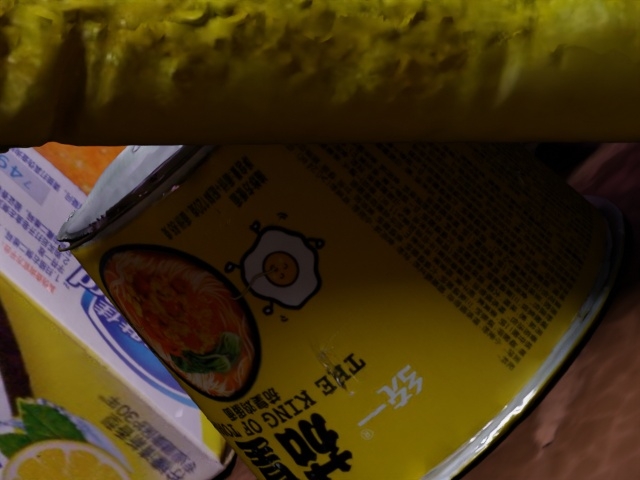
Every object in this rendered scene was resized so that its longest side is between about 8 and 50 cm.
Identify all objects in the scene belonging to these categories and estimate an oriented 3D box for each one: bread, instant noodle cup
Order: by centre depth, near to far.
[{"bbox_3d":[0.007,-0.111,0.536,0.112,0.383,0.166,107,159,-53],"label":"bread"},{"bbox_3d":[0.000,0.000,0.642,0.182,0.144,0.182,-41,14,13],"label":"instant noodle cup"}]

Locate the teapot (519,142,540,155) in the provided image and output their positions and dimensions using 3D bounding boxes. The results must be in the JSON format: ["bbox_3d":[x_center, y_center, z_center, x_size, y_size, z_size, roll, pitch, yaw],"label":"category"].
[{"bbox_3d":[0.011,-0.091,0.803,0.163,0.178,0.221,-40,16,19],"label":"teapot"}]

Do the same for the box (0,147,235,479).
[{"bbox_3d":[-0.180,0.040,0.785,0.168,0.265,0.097,-38,18,23],"label":"box"}]

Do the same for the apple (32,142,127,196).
[{"bbox_3d":[-0.142,0.011,0.938,0.235,0.173,0.210,-27,-6,14],"label":"apple"}]
